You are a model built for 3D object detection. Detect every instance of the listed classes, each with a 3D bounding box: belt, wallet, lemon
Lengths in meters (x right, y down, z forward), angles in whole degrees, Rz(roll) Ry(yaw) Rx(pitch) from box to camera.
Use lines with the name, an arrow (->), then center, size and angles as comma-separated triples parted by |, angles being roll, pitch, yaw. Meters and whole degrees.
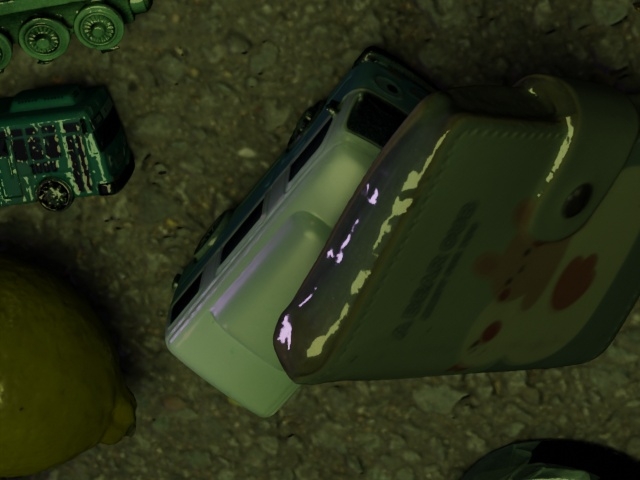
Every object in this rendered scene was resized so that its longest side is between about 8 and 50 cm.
belt -> 0.201, 0.245, 1.670 | 0.198, 0.078, 0.151 | 7, 116, 5
wallet -> 0.137, -0.008, 1.454 | 0.083, 0.360, 0.252 | 41, 115, 33
lemon -> -0.263, 0.102, 1.610 | 0.248, 0.184, 0.184 | 19, 114, -4

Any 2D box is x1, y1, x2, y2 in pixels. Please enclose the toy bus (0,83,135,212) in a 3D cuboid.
toy bus -> -0.236, -0.073, 1.586 | 0.160, 0.079, 0.092 | -6, 112, 11

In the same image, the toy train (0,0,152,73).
toy train -> -0.218, -0.195, 1.528 | 0.170, 0.071, 0.111 | -9, 123, 7

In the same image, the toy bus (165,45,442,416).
toy bus -> 0.000, 0.000, 1.540 | 0.133, 0.165, 0.271 | 37, 113, -9

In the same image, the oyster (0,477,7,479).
oyster -> -0.415, 0.241, 1.675 | 0.351, 0.115, 0.238 | -6, 84, 4

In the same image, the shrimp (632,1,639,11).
shrimp -> 0.293, -0.177, 1.506 | 0.108, 0.023, 0.059 | 17, 105, 0
